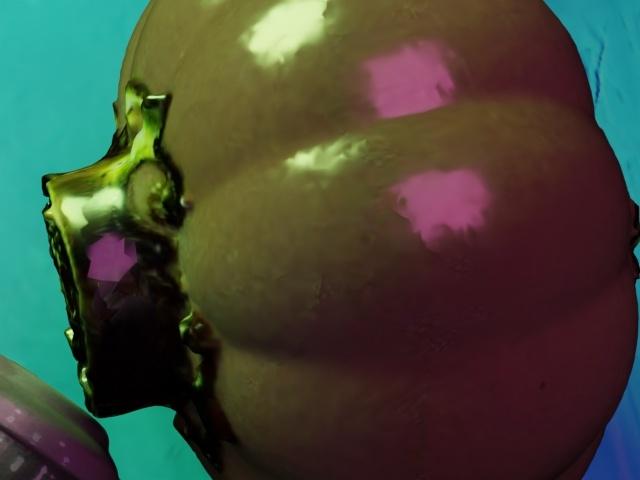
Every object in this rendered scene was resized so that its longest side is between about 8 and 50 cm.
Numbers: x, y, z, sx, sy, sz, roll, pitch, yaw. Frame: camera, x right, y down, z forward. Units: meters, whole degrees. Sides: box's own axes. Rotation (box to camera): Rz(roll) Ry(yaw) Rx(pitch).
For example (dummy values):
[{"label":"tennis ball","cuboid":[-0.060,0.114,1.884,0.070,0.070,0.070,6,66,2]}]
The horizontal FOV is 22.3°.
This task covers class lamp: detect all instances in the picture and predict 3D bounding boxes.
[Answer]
[{"label":"lamp","cuboid":[0.000,0.000,0.719,0.239,0.305,0.305,-11,73,-14]}]

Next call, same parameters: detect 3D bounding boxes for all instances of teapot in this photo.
[{"label":"teapot","cuboid":[-0.159,0.131,0.728,0.148,0.116,0.146,40,74,-28]}]
